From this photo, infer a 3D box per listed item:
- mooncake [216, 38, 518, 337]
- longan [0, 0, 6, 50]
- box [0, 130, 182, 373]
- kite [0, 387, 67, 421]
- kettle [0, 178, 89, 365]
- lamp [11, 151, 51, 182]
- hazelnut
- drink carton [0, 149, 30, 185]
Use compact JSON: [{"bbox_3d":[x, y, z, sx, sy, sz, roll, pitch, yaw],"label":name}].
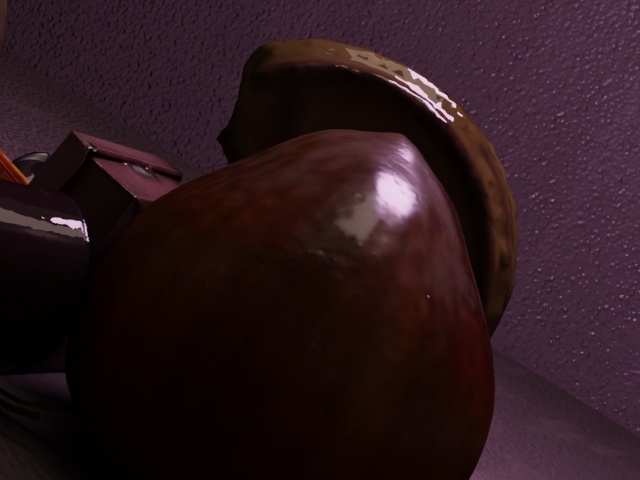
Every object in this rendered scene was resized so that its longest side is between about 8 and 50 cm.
[{"bbox_3d":[0.000,0.000,1.877,0.394,0.393,0.246,63,10,-3],"label":"mooncake"},{"bbox_3d":[-0.518,-0.269,2.088,0.361,0.361,0.361,29,6,-3],"label":"longan"},{"bbox_3d":[-0.218,0.018,1.684,0.086,0.215,0.215,41,8,15],"label":"box"},{"bbox_3d":[-0.377,0.063,1.485,0.360,0.022,0.204,27,5,18],"label":"kite"},{"bbox_3d":[-0.326,0.000,1.470,0.232,0.144,0.202,16,7,-36],"label":"kettle"},{"bbox_3d":[-0.250,-0.005,2.140,0.283,0.124,0.203,35,38,-4],"label":"lamp"},{"bbox_3d":[-0.015,0.088,1.549,0.359,0.359,0.409,29,13,-4],"label":"hazelnut"},{"bbox_3d":[-0.352,-0.048,2.017,0.223,0.071,0.096,43,-15,46],"label":"drink carton"}]
